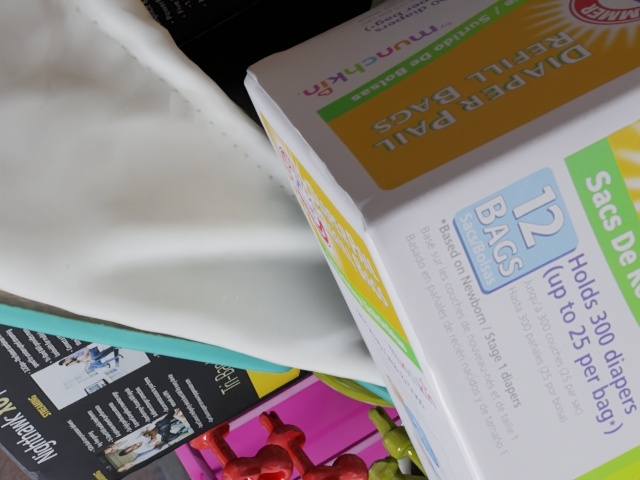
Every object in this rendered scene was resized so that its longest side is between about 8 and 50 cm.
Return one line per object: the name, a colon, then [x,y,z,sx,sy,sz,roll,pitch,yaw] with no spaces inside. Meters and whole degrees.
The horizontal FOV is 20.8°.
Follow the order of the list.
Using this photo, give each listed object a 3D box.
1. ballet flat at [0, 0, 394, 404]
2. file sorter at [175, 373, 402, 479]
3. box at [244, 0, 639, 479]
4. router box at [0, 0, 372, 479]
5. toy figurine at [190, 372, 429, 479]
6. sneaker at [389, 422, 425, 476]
ballet flat: [0.016,-0.010,0.542,0.400,0.139,0.139,23,-154,-46]
file sorter: [-0.011,0.111,1.246,0.290,0.202,0.182,64,172,-30]
box: [0.078,0.031,0.442,0.203,0.114,0.103,64,175,-28]
router box: [-0.050,-0.023,0.687,0.081,0.243,0.309,58,173,25]
toy figurine: [0.000,0.000,0.942,0.362,0.217,0.191,9,-152,-38]
sneaker: [0.038,0.178,1.115,0.094,0.235,0.153,-61,-39,-60]
